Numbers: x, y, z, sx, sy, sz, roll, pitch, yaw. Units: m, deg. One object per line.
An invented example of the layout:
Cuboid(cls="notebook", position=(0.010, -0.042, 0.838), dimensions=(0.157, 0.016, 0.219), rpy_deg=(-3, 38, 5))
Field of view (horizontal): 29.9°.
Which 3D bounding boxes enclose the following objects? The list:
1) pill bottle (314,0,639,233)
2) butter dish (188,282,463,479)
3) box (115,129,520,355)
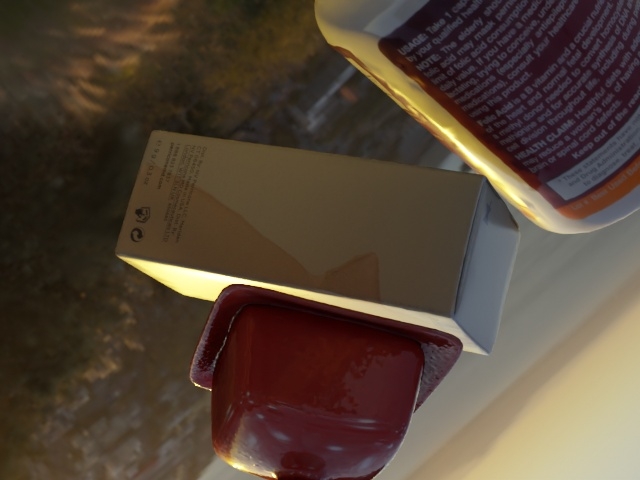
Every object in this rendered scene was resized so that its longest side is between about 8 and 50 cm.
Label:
Cuboid(cls="pill bottle", position=(0.139, -0.202, 1.023), dimensions=(0.224, 0.392, 0.224), rpy_deg=(-40, -154, 24))
Cuboid(cls="butter dish", position=(-0.007, 0.116, 0.762), dimensions=(0.160, 0.160, 0.118), rpy_deg=(117, -15, -57))
Cuboid(cls="box", position=(0.000, 0.000, 1.035), dimensions=(0.148, 0.311, 0.121), rpy_deg=(40, 62, -62))
